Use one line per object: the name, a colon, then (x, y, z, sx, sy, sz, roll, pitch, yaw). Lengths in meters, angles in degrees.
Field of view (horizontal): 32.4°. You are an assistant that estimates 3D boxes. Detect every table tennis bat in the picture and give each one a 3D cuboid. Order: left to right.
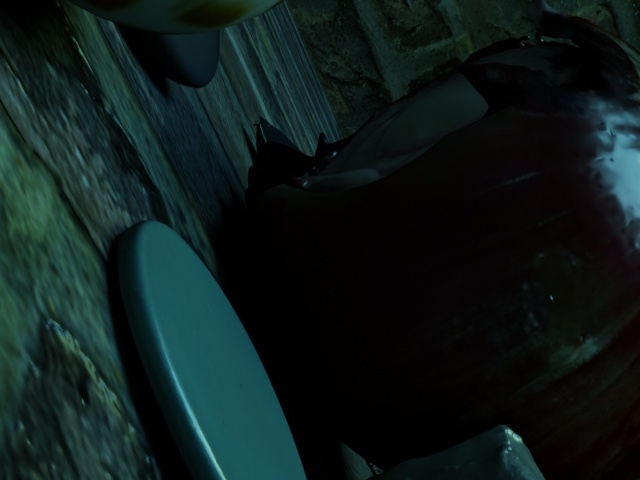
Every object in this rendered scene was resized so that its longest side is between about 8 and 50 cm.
table tennis bat: (-0.024, 0.100, 0.448, 0.244, 0.040, 0.153, 66, 6, 18)

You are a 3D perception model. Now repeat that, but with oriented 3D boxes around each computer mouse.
computer mouse: (-0.106, -0.201, 0.697, 0.120, 0.057, 0.232, 61, 10, -56)

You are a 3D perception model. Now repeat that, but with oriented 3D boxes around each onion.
onion: (0.129, 0.013, 0.725, 0.341, 0.341, 0.341, -22, 90, -84)

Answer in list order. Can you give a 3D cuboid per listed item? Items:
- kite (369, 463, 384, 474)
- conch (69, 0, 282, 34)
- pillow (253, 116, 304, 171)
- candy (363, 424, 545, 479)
kite: (0.028, 0.130, 0.956, 0.189, 0.009, 0.232, 27, 42, -81)
conch: (-0.076, -0.176, 0.413, 0.275, 0.183, 0.148, 61, 42, -41)
pillow: (0.000, 0.000, 0.952, 0.141, 0.055, 0.208, 52, 15, -47)
candy: (0.090, 0.221, 0.568, 0.195, 0.137, 0.184, -108, 173, -54)
